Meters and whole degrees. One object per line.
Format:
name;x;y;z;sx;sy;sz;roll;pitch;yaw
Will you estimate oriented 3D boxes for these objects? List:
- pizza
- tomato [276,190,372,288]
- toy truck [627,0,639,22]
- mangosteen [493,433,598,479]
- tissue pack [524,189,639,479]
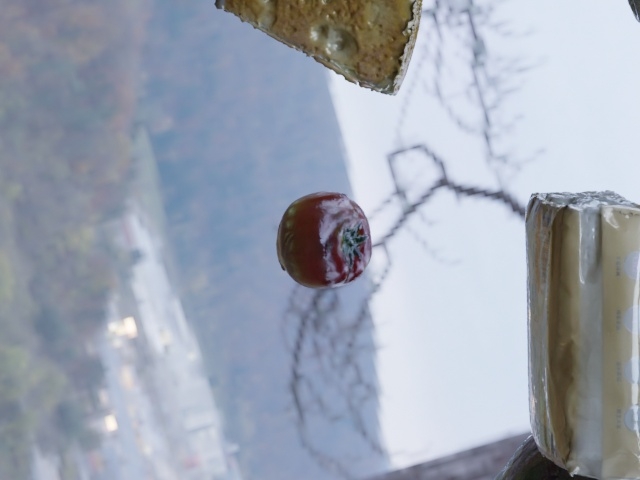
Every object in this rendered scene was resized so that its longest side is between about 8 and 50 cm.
pizza;0.019;-0.256;1.640;0.080;0.188;0.204;-41;152;-62
tomato;0.000;0.000;1.539;0.075;0.087;0.087;3;-63;43
toy truck;0.461;-0.231;2.012;0.207;0.173;0.387;57;12;-63
mangosteen;0.365;0.343;1.803;0.381;0.421;0.381;9;90;-69
tissue pack;0.216;0.072;1.451;0.186;0.090;0.222;-94;-178;-86
